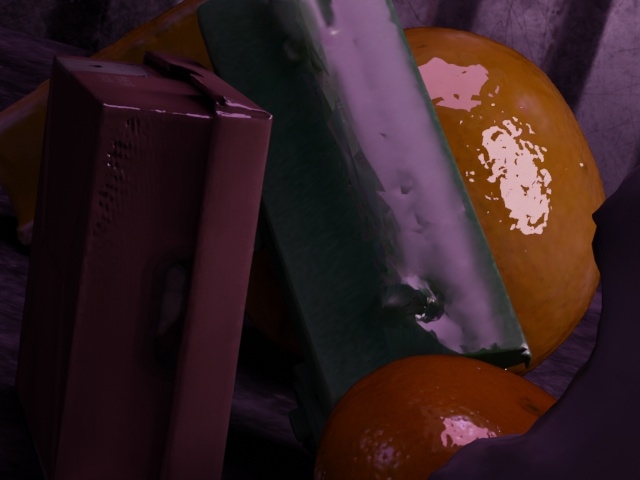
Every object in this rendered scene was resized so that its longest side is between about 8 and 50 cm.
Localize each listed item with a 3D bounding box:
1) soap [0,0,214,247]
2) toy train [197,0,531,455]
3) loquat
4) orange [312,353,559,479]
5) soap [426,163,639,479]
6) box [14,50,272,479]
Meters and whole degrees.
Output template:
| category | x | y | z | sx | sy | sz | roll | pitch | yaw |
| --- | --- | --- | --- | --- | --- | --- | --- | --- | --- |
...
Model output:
| category | x | y | z | sx | sy | sz | roll | pitch | yaw |
| --- | --- | --- | --- | --- | --- | --- | --- | --- | --- |
| soap | -0.113 | -0.112 | 1.599 | 0.143 | 0.281 | 0.259 | 59 | 10 | -1 |
| toy train | 0.017 | 0.001 | 1.133 | 0.120 | 0.300 | 0.202 | -15 | -25 | -9 |
| loquat | 0.073 | -0.024 | 1.393 | 0.275 | 0.274 | 0.275 | 16 | 9 | -3 |
| orange | 0.069 | 0.128 | 0.941 | 0.156 | 0.124 | 0.156 | 27 | 20 | -11 |
| soap | 0.297 | 0.132 | 0.812 | 0.350 | 0.213 | 0.435 | 43 | 23 | 30 |
| box | -0.101 | 0.011 | 1.045 | 0.086 | 0.215 | 0.215 | 6 | 11 | -16 |
